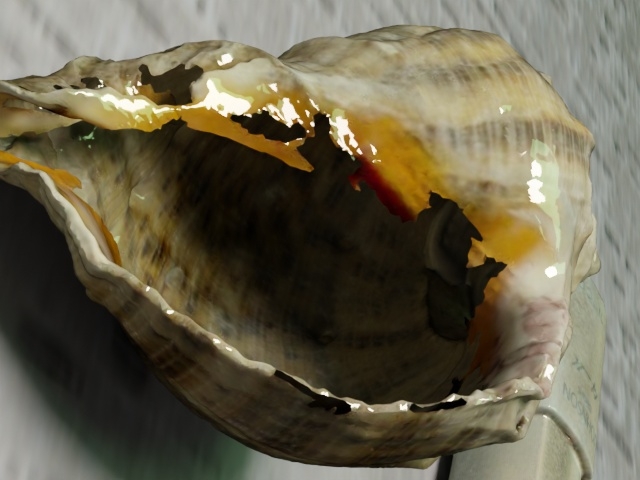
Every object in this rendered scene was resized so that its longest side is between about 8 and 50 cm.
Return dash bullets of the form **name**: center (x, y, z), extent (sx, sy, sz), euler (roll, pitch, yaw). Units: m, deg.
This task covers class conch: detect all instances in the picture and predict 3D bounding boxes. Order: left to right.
- **conch**: center (-0.003, 0.008, 0.638), extent (0.291, 0.159, 0.210), euler (3, 59, -22)

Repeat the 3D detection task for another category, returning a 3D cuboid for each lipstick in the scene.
- **lipstick**: center (0.116, 0.120, 0.885), extent (0.079, 0.077, 0.253), euler (56, 32, -33)
